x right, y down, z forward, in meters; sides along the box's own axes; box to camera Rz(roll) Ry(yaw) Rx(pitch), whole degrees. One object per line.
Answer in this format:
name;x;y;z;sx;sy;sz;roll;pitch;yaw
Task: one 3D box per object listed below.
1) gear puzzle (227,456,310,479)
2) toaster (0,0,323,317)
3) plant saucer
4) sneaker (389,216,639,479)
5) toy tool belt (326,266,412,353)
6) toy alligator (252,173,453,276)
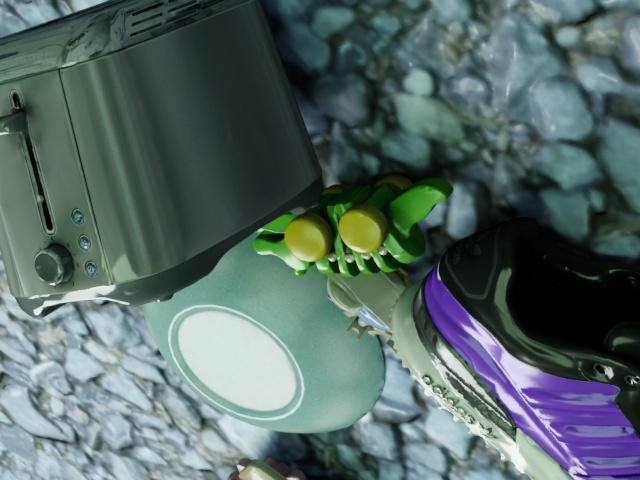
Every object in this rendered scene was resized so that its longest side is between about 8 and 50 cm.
gear puzzle;-0.045;0.276;1.177;0.175;0.044;0.339;37;140;-4
toaster;-0.091;-0.061;0.791;0.129;0.227;0.146;-7;106;35
plant saucer;-0.051;0.074;0.997;0.195;0.037;0.195;18;135;19
sneaker;0.186;0.093;0.816;0.293;0.102;0.146;35;137;0
toy tool belt;0.037;0.041;0.910;0.083;0.052;0.051;41;168;-2
toy alligator;0.000;0.000;0.871;0.189;0.056;0.051;-10;110;31
